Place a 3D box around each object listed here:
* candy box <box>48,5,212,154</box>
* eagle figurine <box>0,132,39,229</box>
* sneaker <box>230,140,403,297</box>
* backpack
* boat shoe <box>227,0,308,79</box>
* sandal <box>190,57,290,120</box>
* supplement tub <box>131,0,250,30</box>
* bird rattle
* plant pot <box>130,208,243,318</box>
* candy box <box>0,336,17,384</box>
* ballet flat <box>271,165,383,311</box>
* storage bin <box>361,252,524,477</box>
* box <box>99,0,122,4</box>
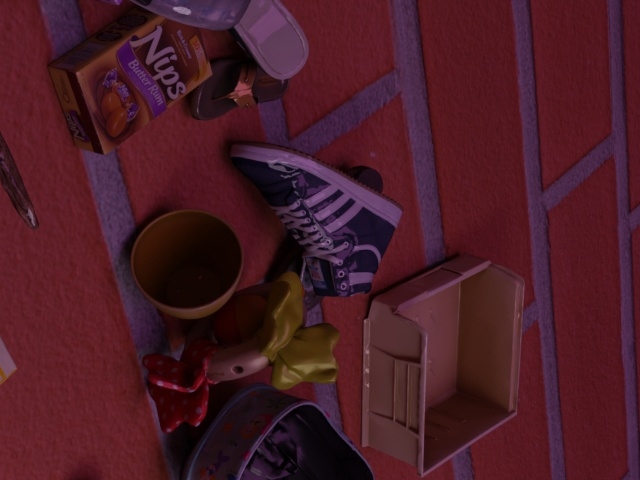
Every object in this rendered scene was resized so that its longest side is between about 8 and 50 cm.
[{"bbox_3d":[-0.211,-0.192,1.618,0.186,0.053,0.109,-44,134,-35],"label":"candy box"},{"bbox_3d":[-0.437,-0.074,1.304,0.298,0.225,0.226,-22,80,-12],"label":"eagle figurine"},{"bbox_3d":[-0.017,-0.019,1.856,0.282,0.099,0.153,25,81,-38],"label":"sneaker"},{"bbox_3d":[-0.068,0.313,1.885,0.225,0.191,0.253,-54,140,-21],"label":"backpack"},{"bbox_3d":[-0.097,-0.302,1.692,0.095,0.079,0.254,-45,129,-9],"label":"boat shoe"},{"bbox_3d":[-0.091,-0.190,1.773,0.180,0.049,0.072,-17,117,-48],"label":"sandal"},{"bbox_3d":[-0.108,-0.405,1.468,0.207,0.207,0.338,6,118,-53],"label":"supplement tub"},{"bbox_3d":[-0.099,0.133,1.782,0.143,0.253,0.207,55,21,-22],"label":"bird rattle"},{"bbox_3d":[-0.157,0.043,1.734,0.134,0.134,0.095,-55,164,-22],"label":"plant pot"},{"bbox_3d":[-0.417,0.163,1.516,0.206,0.027,0.105,-45,133,-32],"label":"candy box"},{"bbox_3d":[0.000,0.000,1.969,0.084,0.058,0.250,42,73,-38],"label":"ballet flat"},{"bbox_3d":[0.192,0.184,2.223,0.262,0.123,0.260,-23,122,-45],"label":"storage bin"},{"bbox_3d":[-0.305,-0.349,1.311,0.057,0.201,0.293,-56,140,-22],"label":"box"}]
